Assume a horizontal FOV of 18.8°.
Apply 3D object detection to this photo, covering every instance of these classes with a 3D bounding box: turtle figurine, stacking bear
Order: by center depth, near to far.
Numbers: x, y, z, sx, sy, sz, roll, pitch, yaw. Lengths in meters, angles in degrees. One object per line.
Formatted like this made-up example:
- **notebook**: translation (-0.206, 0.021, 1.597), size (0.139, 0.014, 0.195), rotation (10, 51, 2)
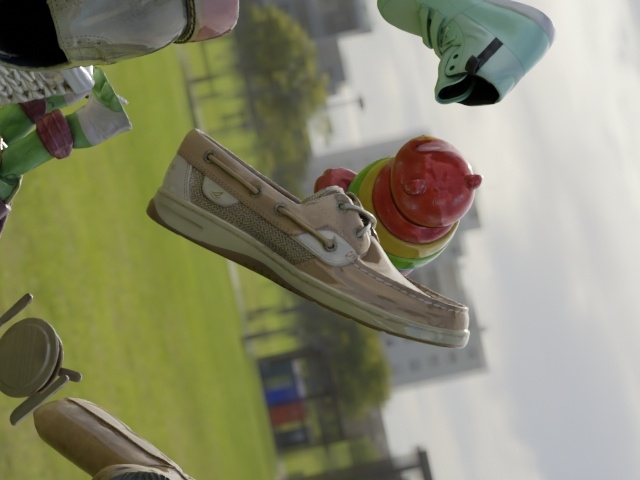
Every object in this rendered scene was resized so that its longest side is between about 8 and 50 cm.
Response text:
- **turtle figurine**: translation (-0.340, -0.120, 1.874), size (0.275, 0.266, 0.198), rotation (60, -8, -7)
- **stacking bear**: translation (0.115, -0.051, 2.530), size (0.289, 0.175, 0.164), rotation (140, -51, -69)

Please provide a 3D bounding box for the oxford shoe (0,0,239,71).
- **oxford shoe**: translation (-0.206, -0.197, 1.425), size (0.397, 0.146, 0.140), rotation (11, -59, 63)

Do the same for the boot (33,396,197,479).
- **boot**: translation (-0.260, 0.267, 2.305), size (0.269, 0.089, 0.236), rotation (30, 2, 40)

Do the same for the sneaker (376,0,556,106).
- **sneaker**: translation (0.150, -0.249, 2.430), size (0.151, 0.256, 0.094), rotation (-52, 142, -28)

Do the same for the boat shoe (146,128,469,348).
- **boat shoe**: translation (0.000, 0.000, 1.875), size (0.110, 0.341, 0.121), rotation (-64, 173, 1)

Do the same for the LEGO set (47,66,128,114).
- **LEGO set**: translation (-0.306, -0.199, 2.067), size (0.060, 0.182, 0.244), rotation (30, 45, -57)

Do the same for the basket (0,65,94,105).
- **basket**: translation (-0.285, -0.222, 1.827), size (0.113, 0.103, 0.167), rotation (59, 18, -58)

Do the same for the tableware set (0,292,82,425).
- **tableware set**: translation (-0.338, 0.159, 2.016), size (0.039, 0.194, 0.128), rotation (34, 21, -52)
